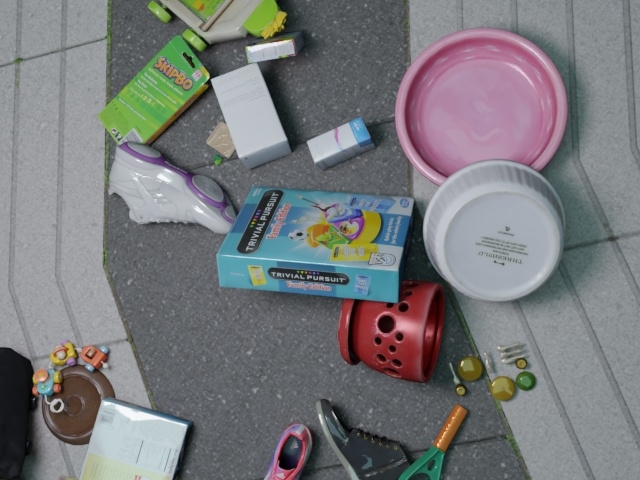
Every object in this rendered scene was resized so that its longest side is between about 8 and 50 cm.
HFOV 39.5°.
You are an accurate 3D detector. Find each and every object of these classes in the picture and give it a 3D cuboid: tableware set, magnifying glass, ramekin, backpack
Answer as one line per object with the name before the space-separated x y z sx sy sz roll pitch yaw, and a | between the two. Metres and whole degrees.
tableware set | 0.333 0.263 1.731 0.154 0.024 0.104 -19 84 7
magnifying glass | 0.216 0.422 1.712 0.092 0.026 0.231 37 78 -32
ramekin | 0.328 -0.009 1.659 0.272 0.127 0.273 1 107 4
backpack | -0.796 0.377 1.808 0.355 0.273 0.290 -24 47 19

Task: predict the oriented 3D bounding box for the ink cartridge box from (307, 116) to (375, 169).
ink cartridge box | 0.042 -0.194 1.802 0.122 0.088 0.052 -25 80 7

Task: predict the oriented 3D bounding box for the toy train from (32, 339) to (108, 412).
toy train | -0.526 0.267 1.849 0.125 0.046 0.166 30 70 27

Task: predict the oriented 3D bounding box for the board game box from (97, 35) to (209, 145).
board game box | -0.349 -0.302 1.888 0.259 0.039 0.124 -41 78 20

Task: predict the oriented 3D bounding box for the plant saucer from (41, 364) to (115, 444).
plant saucer | -0.514 0.345 1.873 0.168 0.029 0.168 -1 83 11

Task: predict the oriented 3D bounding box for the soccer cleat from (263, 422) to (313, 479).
soccer cleat | -0.079 0.476 1.743 0.083 0.095 0.248 20 87 12

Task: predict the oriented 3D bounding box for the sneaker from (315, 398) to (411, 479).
sneaker | 0.084 0.387 1.738 0.118 0.083 0.222 -31 88 0

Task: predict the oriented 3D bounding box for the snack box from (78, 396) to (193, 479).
snack box | -0.394 0.500 1.808 0.187 0.060 0.322 16 86 5

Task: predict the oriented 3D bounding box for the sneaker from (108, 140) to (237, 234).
sneaker | -0.309 -0.082 1.862 0.305 0.114 0.152 31 111 11

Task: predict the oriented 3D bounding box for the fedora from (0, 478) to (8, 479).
fedora | -0.702 0.556 1.858 0.194 0.079 0.194 -1 87 14

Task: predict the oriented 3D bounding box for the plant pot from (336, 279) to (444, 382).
plant pot | 0.135 0.164 1.698 0.174 0.191 0.191 8 85 21

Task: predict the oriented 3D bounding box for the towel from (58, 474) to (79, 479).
towel | -0.524 0.536 1.862 0.060 0.009 0.083 6 85 10

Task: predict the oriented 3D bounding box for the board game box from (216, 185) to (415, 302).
board game box | 0.000 0.000 1.709 0.336 0.254 0.079 5 124 11

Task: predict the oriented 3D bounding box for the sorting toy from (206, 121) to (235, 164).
sorting toy | -0.209 -0.202 1.888 0.062 0.012 0.083 35 87 8

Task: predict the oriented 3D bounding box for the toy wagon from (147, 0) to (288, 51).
toy wagon | -0.194 -0.518 1.865 0.344 0.068 0.267 42 92 23

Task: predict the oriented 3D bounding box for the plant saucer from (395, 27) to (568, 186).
plant saucer | 0.315 -0.248 1.761 0.332 0.084 0.332 -1 83 10

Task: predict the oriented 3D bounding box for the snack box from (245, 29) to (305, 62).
snack box | -0.091 -0.398 1.824 0.100 0.141 0.037 -6 109 9

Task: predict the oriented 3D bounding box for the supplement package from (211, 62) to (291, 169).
supplement package | -0.140 -0.253 1.830 0.105 0.105 0.179 -20 80 0
